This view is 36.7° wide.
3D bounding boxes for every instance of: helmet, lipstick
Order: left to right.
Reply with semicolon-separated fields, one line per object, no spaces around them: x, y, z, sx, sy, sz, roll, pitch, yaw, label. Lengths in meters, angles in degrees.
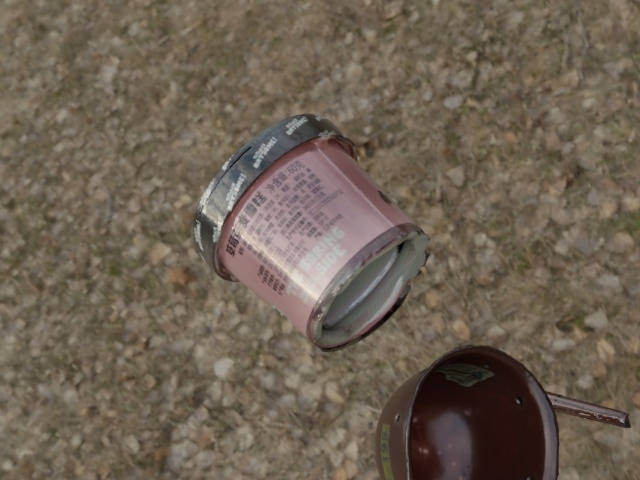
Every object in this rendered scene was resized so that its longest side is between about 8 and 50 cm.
0.106;0.179;0.778;0.106;0.155;0.175;-28;77;57;helmet
0.335;0.221;1.278;0.176;0.027;0.027;5;54;56;lipstick

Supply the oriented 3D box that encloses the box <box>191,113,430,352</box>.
0.000;0.000;0.746;0.151;0.151;0.135;-44;67;-9;box
